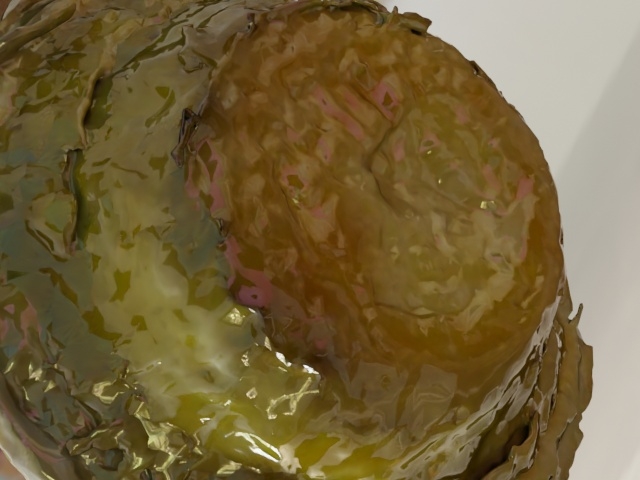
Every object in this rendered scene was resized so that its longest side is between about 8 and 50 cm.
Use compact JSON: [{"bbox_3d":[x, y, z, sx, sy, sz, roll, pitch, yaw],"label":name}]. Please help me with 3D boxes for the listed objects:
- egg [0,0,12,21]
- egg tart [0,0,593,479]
[{"bbox_3d":[-0.274,-0.073,0.989,0.310,0.279,0.279,-22,-137,58],"label":"egg"},{"bbox_3d":[0.000,0.000,0.606,0.116,0.295,0.295,-37,-152,50],"label":"egg tart"}]
